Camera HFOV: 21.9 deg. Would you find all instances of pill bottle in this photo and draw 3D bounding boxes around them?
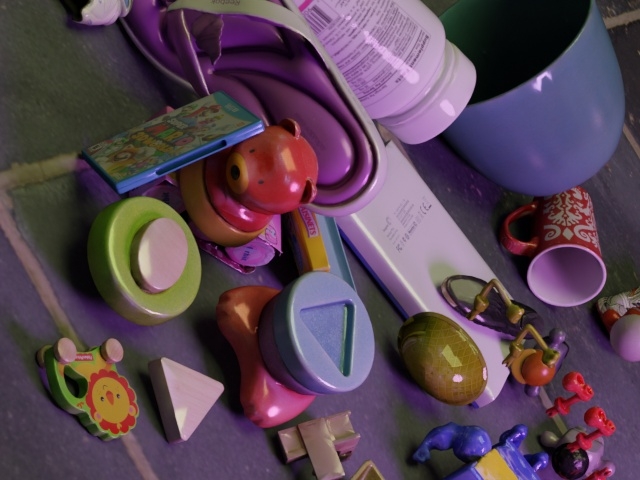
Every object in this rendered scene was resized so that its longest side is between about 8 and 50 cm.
[{"bbox_3d":[0.050,-0.250,2.015,0.283,0.160,0.160,38,36,-31],"label":"pill bottle"}]

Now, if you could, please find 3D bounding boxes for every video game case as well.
[{"bbox_3d":[-0.154,-0.104,1.711,0.119,0.166,0.015,39,-30,58],"label":"video game case"}]

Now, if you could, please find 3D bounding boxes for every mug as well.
[{"bbox_3d":[0.344,-0.012,2.407,0.150,0.113,0.169,44,30,-25],"label":"mug"}]

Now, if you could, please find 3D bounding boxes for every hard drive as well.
[{"bbox_3d":[0.145,0.039,2.143,0.319,0.040,0.210,52,31,-8],"label":"hard drive"}]

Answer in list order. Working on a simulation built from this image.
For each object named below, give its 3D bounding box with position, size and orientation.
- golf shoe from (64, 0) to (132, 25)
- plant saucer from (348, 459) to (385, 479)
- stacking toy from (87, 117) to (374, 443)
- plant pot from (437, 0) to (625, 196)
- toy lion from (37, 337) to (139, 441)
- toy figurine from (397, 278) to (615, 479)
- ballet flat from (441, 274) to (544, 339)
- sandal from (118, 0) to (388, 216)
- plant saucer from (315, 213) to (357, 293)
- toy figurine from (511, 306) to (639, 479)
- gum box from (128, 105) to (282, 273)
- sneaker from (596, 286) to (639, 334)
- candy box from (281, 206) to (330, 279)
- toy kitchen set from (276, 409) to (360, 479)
[{"bbox_3d":[-0.281,-0.319,1.847,0.086,0.069,0.176,-28,85,-53],"label":"golf shoe"},{"bbox_3d":[0.053,0.352,1.729,0.188,0.045,0.188,55,31,-3],"label":"plant saucer"},{"bbox_3d":[-0.072,0.041,1.678,0.279,0.130,0.309,-25,93,-50],"label":"stacking toy"},{"bbox_3d":[0.302,-0.207,2.367,0.235,0.293,0.293,53,28,-33],"label":"plant pot"},{"bbox_3d":[-0.214,0.142,1.561,0.100,0.034,0.096,6,65,-52],"label":"toy lion"},{"bbox_3d":[0.206,0.253,1.909,0.362,0.191,0.217,54,36,-3],"label":"toy figurine"},{"bbox_3d":[0.216,0.090,2.128,0.173,0.049,0.057,27,70,-33],"label":"ballet flat"},{"bbox_3d":[-0.080,-0.204,1.842,0.416,0.169,0.102,44,6,12],"label":"sandal"},{"bbox_3d":[0.000,0.000,1.991,0.067,0.018,0.192,10,57,-50],"label":"plant saucer"},{"bbox_3d":[0.370,0.201,2.138,0.148,0.209,0.213,-20,93,-71],"label":"toy figurine"},{"bbox_3d":[-0.122,-0.051,1.828,0.188,0.062,0.107,33,39,-36],"label":"gum box"},{"bbox_3d":[0.493,0.102,2.526,0.225,0.092,0.088,-21,80,-58],"label":"sneaker"},{"bbox_3d":[-0.030,-0.033,1.915,0.027,0.105,0.206,-10,64,-14],"label":"candy box"},{"bbox_3d":[0.000,0.236,1.774,0.083,0.075,0.068,-15,66,-16],"label":"toy kitchen set"}]
